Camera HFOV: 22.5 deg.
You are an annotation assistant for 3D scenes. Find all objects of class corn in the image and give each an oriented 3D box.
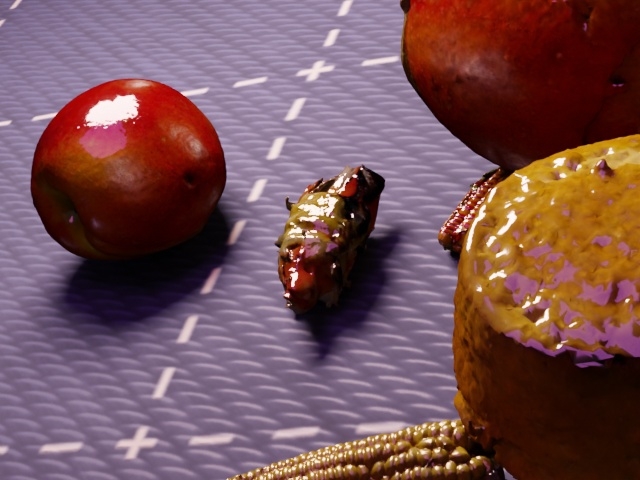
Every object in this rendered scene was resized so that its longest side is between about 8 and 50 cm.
[{"bbox_3d":[0.008,0.222,1.364,0.313,0.102,0.102,-13,33,14],"label":"corn"}]

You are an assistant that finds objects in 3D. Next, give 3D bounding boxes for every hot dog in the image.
[{"bbox_3d":[0.175,-0.036,1.711,0.062,0.038,0.144,13,46,43],"label":"hot dog"}]

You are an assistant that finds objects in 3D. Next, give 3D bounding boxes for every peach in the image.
[{"bbox_3d":[-0.216,-0.084,1.877,0.244,0.199,0.243,-7,34,5],"label":"peach"},{"bbox_3d":[0.290,-0.235,1.657,0.417,0.339,0.353,-12,30,23],"label":"peach"}]

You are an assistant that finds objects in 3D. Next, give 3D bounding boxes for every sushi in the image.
[{"bbox_3d":[-0.001,0.003,1.714,0.097,0.103,0.226,18,40,10],"label":"sushi"}]

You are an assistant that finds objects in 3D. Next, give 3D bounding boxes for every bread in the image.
[{"bbox_3d":[0.283,0.060,1.304,0.358,0.204,0.336,-3,50,8],"label":"bread"}]
